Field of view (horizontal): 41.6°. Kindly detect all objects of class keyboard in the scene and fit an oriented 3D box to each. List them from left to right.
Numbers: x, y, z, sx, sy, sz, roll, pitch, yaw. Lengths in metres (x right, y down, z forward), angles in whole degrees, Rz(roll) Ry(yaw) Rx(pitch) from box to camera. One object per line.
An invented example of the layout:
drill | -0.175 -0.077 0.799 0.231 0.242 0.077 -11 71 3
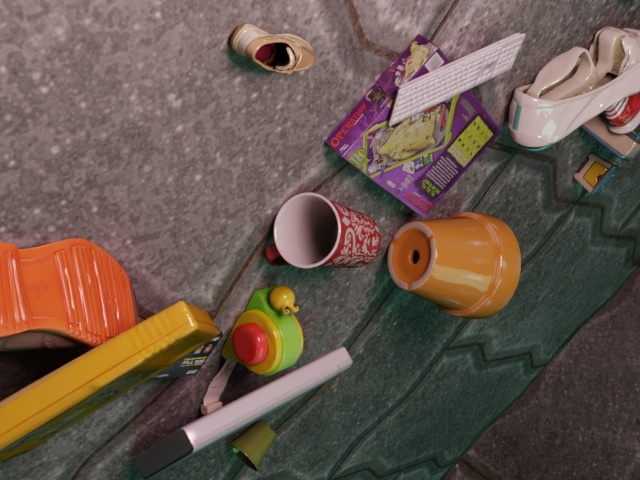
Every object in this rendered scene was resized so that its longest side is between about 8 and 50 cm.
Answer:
keyboard | 0.203 -0.239 1.241 0.256 0.014 0.072 -28 147 -27

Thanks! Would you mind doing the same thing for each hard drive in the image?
hard drive | -0.133 0.304 1.494 0.353 0.047 0.233 -21 168 -39

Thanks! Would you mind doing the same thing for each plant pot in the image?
plant pot | -0.132 0.410 1.709 0.079 0.083 0.083 -46 154 -23
plant pot | 0.235 0.039 1.577 0.188 0.205 0.205 9 123 -37

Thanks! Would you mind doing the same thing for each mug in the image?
mug | 0.003 -0.010 1.318 0.169 0.150 0.113 9 85 -61

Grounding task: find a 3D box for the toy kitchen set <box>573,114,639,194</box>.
toy kitchen set | 0.624 -0.171 1.845 0.207 0.122 0.166 2 128 -52

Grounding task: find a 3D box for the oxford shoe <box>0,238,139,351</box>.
oxford shoe | -0.343 0.070 0.975 0.133 0.129 0.364 -17 165 19

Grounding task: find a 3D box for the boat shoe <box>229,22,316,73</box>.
boat shoe | -0.049 -0.220 1.002 0.135 0.045 0.050 -3 131 -51

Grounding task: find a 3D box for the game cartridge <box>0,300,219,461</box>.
game cartridge | -0.286 0.183 1.070 0.324 0.052 0.285 -29 174 -4

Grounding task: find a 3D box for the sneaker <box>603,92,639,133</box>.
sneaker | 0.636 -0.333 1.688 0.128 0.087 0.221 44 70 -43

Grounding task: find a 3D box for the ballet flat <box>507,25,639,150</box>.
ballet flat | 0.501 -0.307 1.525 0.400 0.139 0.139 -33 150 -17

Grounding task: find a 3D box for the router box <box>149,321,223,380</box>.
router box | -0.221 0.169 1.304 0.122 0.038 0.092 5 126 -54

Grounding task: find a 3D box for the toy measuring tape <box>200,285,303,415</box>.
toy measuring tape | -0.111 0.212 1.426 0.121 0.121 0.330 -10 137 -46

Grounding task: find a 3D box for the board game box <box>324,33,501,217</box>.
board game box | 0.161 -0.167 1.343 0.208 0.056 0.347 -52 151 6
